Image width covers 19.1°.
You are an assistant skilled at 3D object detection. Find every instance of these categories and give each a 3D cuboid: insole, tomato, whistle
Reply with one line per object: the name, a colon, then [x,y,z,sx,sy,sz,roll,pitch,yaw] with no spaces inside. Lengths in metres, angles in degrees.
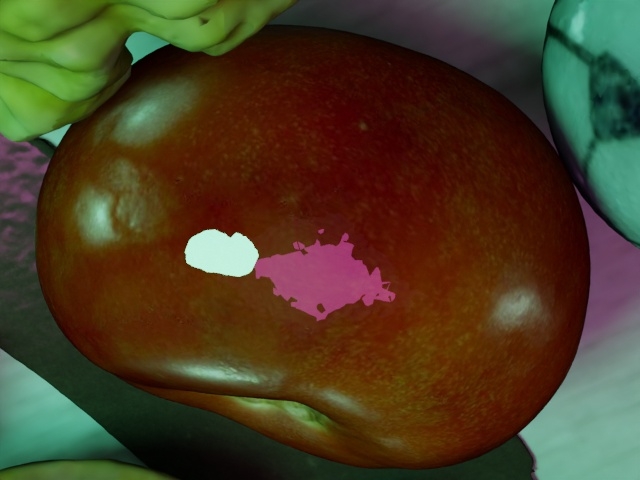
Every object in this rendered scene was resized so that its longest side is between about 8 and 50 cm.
insole: [-0.051,0.046,0.770,0.328,0.007,0.111,33,104,-18]
tomato: [0.000,0.000,0.664,0.195,0.195,0.136,20,77,-14]
whistle: [0.178,-0.039,0.679,0.290,0.163,0.163,41,103,-19]

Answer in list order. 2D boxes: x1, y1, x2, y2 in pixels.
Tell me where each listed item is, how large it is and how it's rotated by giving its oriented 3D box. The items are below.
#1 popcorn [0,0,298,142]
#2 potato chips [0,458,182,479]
popcorn: [-0.079,-0.157,0.569,0.256,0.195,0.255,-22,112,-34]
potato chips: [-0.101,0.169,0.781,0.195,0.062,0.208,-44,122,7]
